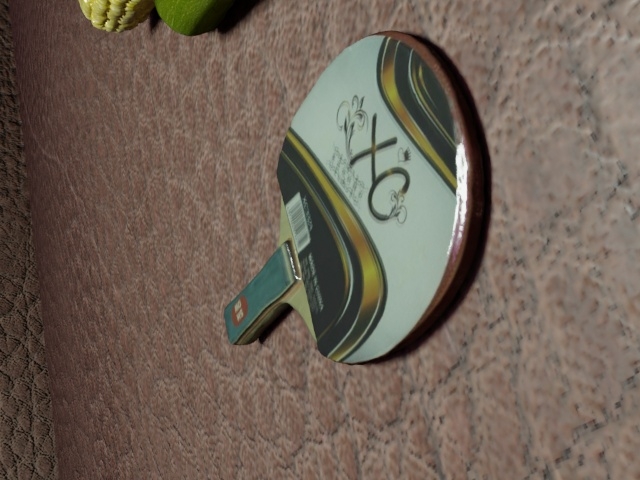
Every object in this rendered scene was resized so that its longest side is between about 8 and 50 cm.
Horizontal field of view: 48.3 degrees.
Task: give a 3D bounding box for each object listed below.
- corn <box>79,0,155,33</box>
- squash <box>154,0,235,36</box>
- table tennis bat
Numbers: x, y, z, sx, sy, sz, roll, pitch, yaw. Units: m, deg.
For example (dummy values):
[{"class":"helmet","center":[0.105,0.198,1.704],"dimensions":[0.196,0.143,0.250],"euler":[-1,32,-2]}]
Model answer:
[{"class":"corn","center":[-0.180,-0.279,0.683],"dimensions":[0.244,0.093,0.094],"euler":[-12,81,62]},{"class":"squash","center":[-0.074,-0.203,0.512],"dimensions":[0.258,0.069,0.069],"euler":[-8,85,62]},{"class":"table tennis bat","center":[0.000,0.000,0.443],"dimensions":[0.301,0.022,0.174],"euler":[-43,54,53]}]
